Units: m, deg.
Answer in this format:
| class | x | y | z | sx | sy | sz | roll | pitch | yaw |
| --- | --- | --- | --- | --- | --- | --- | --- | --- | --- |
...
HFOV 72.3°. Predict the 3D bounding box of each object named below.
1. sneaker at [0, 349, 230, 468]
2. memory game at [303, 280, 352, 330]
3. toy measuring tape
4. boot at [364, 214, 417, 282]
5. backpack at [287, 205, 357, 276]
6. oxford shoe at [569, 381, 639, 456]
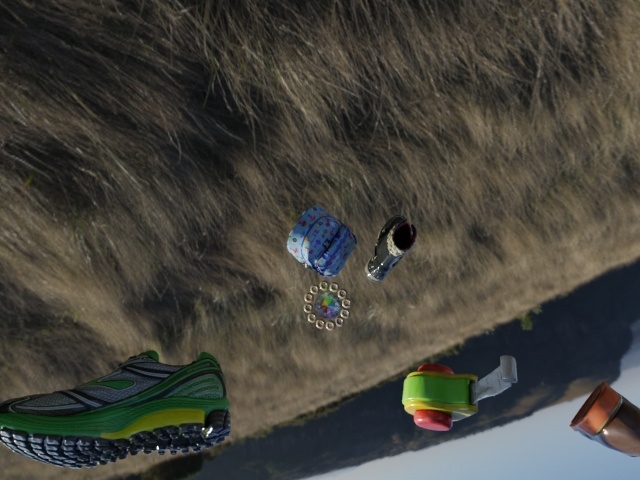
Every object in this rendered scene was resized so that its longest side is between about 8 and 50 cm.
| class | x | y | z | sx | sy | sz | roll | pitch | yaw |
| --- | --- | --- | --- | --- | --- | --- | --- | --- | --- |
| sneaker | -0.314 | 0.256 | 0.679 | 0.343 | 0.146 | 0.134 | -2 | 137 | -11 |
| memory game | 0.025 | 0.239 | 1.611 | 0.186 | 0.186 | 0.012 | -28 | 174 | 15 |
| toy measuring tape | 0.218 | 0.261 | 0.770 | 0.121 | 0.122 | 0.330 | -14 | 151 | -14 |
| boot | 0.212 | -0.011 | 1.186 | 0.236 | 0.085 | 0.179 | -58 | 179 | -34 |
| backpack | 0.000 | 0.000 | 1.133 | 0.158 | 0.116 | 0.173 | -55 | 150 | -7 |
| oxford shoe | 0.459 | 0.288 | 0.680 | 0.097 | 0.098 | 0.271 | -58 | 147 | 5 |
